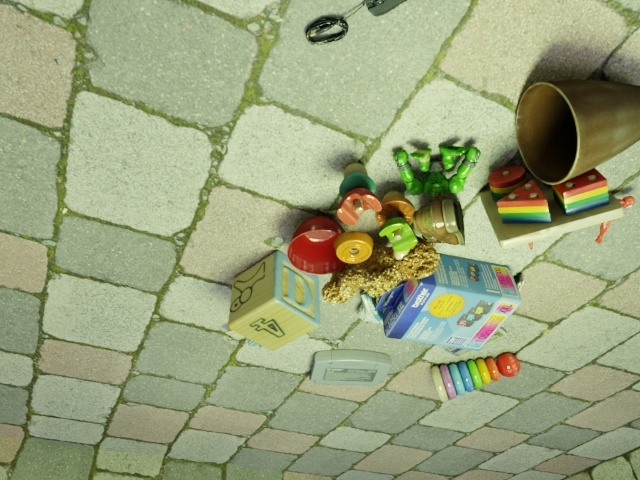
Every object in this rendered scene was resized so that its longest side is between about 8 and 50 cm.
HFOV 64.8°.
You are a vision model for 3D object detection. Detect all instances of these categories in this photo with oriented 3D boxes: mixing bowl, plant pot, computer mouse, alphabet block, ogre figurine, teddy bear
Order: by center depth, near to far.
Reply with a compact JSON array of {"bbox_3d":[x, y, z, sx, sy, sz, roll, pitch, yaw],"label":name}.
[{"bbox_3d":[0.078,-0.436,0.950,0.242,0.041,0.071,-25,133,24],"label":"computer mouse"},{"bbox_3d":[0.580,-0.250,1.076,0.230,0.215,0.215,-14,138,-8],"label":"plant pot"},{"bbox_3d":[0.281,-0.166,1.219,0.197,0.097,0.118,-13,120,-11],"label":"ogre figurine"},{"bbox_3d":[0.147,0.072,1.363,0.338,0.245,0.113,-19,101,44],"label":"teddy bear"},{"bbox_3d":[0.000,0.000,1.373,0.181,0.098,0.181,-1,138,-1],"label":"mixing bowl"},{"bbox_3d":[-0.135,0.182,1.498,0.197,0.192,0.193,-31,128,28],"label":"alphabet block"}]

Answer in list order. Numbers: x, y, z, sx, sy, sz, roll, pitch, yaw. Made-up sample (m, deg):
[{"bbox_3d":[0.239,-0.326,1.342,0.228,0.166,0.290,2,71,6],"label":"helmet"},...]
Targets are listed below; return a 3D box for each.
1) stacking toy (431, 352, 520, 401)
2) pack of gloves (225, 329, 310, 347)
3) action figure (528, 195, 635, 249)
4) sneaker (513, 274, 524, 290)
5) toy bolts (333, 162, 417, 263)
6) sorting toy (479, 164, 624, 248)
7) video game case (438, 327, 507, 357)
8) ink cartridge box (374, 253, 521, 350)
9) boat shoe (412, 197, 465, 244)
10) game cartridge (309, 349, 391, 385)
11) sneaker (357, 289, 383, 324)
[{"bbox_3d":[0.604,0.517,1.944,0.330,0.141,0.141,-18,135,11],"label":"stacking toy"},{"bbox_3d":[-0.180,0.310,1.756,0.232,0.046,0.195,-16,147,18],"label":"pack of gloves"},{"bbox_3d":[0.713,-0.036,1.378,0.280,0.091,0.139,-25,126,23],"label":"action figure"},{"bbox_3d":[0.594,0.145,1.604,0.057,0.047,0.119,27,130,-13],"label":"sneaker"},{"bbox_3d":[0.106,-0.077,1.253,0.218,0.158,0.228,-24,133,23],"label":"toy bolts"},{"bbox_3d":[0.516,-0.114,1.177,0.255,0.257,0.089,-17,117,15],"label":"sorting toy"},{"bbox_3d":[0.535,0.345,1.814,0.212,0.023,0.193,-35,133,27],"label":"video game case"},{"bbox_3d":[0.360,0.185,1.548,0.395,0.151,0.270,11,131,-12],"label":"ink cartridge box"},{"bbox_3d":[0.306,-0.047,1.283,0.104,0.111,0.307,-10,166,20],"label":"boat shoe"},{"bbox_3d":[0.115,0.492,1.945,0.297,0.062,0.198,4,133,-7],"label":"game cartridge"},{"bbox_3d":[0.153,0.227,1.651,0.082,0.071,0.191,-12,136,18],"label":"sneaker"}]
